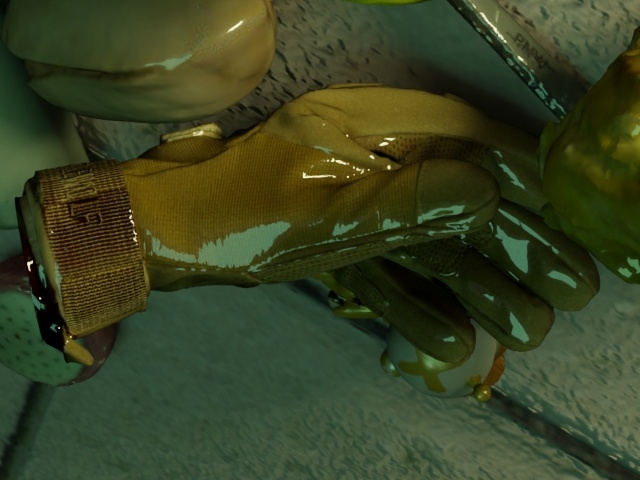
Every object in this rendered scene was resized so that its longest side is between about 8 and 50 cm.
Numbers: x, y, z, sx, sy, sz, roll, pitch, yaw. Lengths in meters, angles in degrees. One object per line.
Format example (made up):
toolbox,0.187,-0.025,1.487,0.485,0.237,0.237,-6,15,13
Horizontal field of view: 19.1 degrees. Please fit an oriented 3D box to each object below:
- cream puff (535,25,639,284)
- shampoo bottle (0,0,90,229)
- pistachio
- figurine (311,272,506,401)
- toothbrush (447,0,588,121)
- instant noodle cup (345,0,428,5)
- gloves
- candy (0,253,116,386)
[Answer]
cream puff,0.224,-0.010,0.856,0.282,0.282,0.185,3,108,28
shampoo bottle,-0.204,-0.092,1.158,0.085,0.085,0.262,3,131,28
pistachio,-0.099,-0.119,1.044,0.185,0.124,0.124,-11,123,37
figurine,0.054,0.037,1.150,0.101,0.068,0.143,-31,93,37
toothbrush,0.043,-0.164,0.989,0.297,0.030,0.031,45,126,-14
instant noodle cup,0.056,-0.238,0.736,0.311,0.311,0.221,41,147,-10
gloves,-0.004,-0.012,1.064,0.331,0.141,0.154,-6,138,-1
candy,-0.192,0.055,1.320,0.103,0.043,0.103,14,133,16
